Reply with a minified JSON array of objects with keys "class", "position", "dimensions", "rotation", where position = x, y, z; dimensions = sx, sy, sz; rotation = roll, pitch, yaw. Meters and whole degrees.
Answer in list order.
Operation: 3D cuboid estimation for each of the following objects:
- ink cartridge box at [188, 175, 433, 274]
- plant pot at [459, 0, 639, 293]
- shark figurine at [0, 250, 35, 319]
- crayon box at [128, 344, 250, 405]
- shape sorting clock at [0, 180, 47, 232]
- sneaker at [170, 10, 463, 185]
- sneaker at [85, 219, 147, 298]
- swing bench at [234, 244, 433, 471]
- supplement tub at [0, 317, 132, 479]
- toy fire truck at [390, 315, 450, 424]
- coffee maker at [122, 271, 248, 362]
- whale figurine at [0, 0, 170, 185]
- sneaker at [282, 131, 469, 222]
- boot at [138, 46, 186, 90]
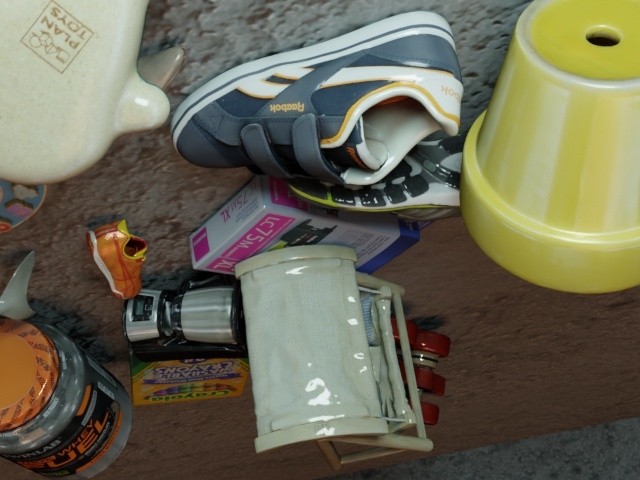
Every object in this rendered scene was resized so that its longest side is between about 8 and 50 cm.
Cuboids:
[{"class":"ink cartridge box","position":[0.000,0.000,1.212],"dimensions":[0.311,0.065,0.185],"rotation":[8,149,-36]},{"class":"plant pot","position":[0.272,-0.116,0.892],"dimensions":[0.253,0.254,0.239],"rotation":[-9,138,-2]},{"class":"shark figurine","position":[-0.522,0.082,1.156],"dimensions":[0.278,0.116,0.166],"rotation":[-11,-171,19]},{"class":"crayon box","position":[-0.229,0.209,1.527],"dimensions":[0.203,0.083,0.323],"rotation":[-4,154,-12]},{"class":"shape sorting clock","position":[-0.409,-0.046,0.972],"dimensions":[0.206,0.040,0.206],"rotation":[-14,152,-7]},{"class":"sneaker","position":[-0.011,-0.118,0.894],"dimensions":[0.321,0.128,0.126],"rotation":[-18,154,20]},{"class":"sneaker","position":[-0.260,0.031,1.180],"dimensions":[0.067,0.064,0.175],"rotation":[-18,158,-6]},{"class":"swing bench","position":[0.020,0.160,1.185],"dimensions":[0.165,0.253,0.254],"rotation":[-18,154,18]},{"class":"supplement tub","position":[-0.445,0.257,1.406],"dimensions":[0.207,0.207,0.338],"rotation":[-11,154,2]},{"class":"toy fire truck","position":[0.088,0.239,1.649],"dimensions":[0.253,0.170,0.302],"rotation":[1,164,38]},{"class":"coffee maker","position":[-0.189,0.134,1.315],"dimensions":[0.178,0.120,0.171],"rotation":[-3,130,10]},{"class":"whale figurine","position":[-0.209,-0.175,0.723],"dimensions":[0.216,0.141,0.272],"rotation":[37,110,-18]},{"class":"sneaker","position":[0.094,-0.065,1.063],"dimensions":[0.299,0.111,0.121],"rotation":[3,157,-18]},{"class":"boot","position":[-0.197,-0.163,0.835],"dimensions":[0.118,0.042,0.087],"rotation":[-36,137,30]}]
